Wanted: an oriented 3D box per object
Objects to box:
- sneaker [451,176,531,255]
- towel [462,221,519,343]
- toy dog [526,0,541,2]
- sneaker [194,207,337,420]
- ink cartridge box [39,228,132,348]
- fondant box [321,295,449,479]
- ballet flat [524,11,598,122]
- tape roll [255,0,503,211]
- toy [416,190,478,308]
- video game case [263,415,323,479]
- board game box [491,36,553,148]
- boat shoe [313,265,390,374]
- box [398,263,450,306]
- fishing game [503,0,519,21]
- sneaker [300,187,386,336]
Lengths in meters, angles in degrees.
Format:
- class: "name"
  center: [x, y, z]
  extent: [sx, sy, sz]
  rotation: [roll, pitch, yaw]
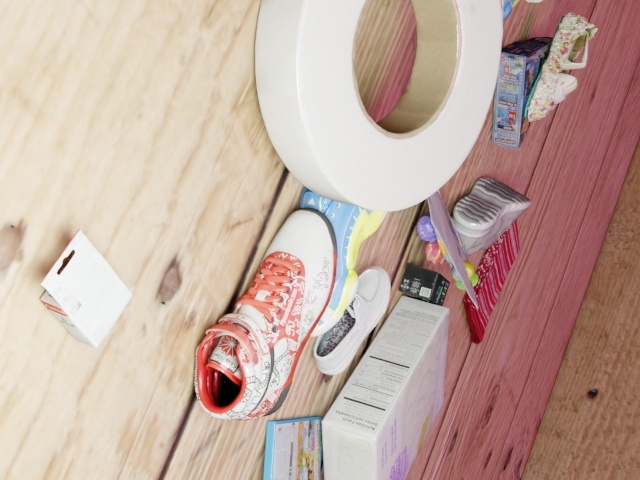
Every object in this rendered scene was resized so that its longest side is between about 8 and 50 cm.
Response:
- class: "sneaker"
  center: [0.312, -0.042, 1.827]
  extent: [0.281, 0.105, 0.115]
  rotation: [-24, 143, -51]
- class: "towel"
  center: [0.388, 0.079, 2.105]
  extent: [0.275, 0.031, 0.199]
  rotation: [-61, 153, -24]
- class: "toy dog"
  center: [0.321, -0.538, 1.363]
  extent: [0.408, 0.284, 0.395]
  rotation: [-22, 91, -58]
- class: "sneaker"
  center: [-0.064, 0.087, 1.118]
  extent: [0.145, 0.090, 0.270]
  rotation: [13, 96, -67]
- class: "ink cartridge box"
  center: [-0.217, 0.042, 0.850]
  extent: [0.063, 0.029, 0.115]
  rotation: [-60, 151, -25]
- class: "fondant box"
  center: [0.114, 0.287, 1.575]
  extent: [0.330, 0.096, 0.238]
  rotation: [-50, 147, -46]
- class: "ballet flat"
  center: [0.464, -0.331, 1.805]
  extent: [0.241, 0.077, 0.091]
  rotation: [-67, 155, -12]
- class: "tape roll"
  center: [0.084, -0.229, 1.131]
  extent: [0.392, 0.072, 0.392]
  rotation: [-18, 115, -44]
- class: "toy"
  center: [0.204, 0.004, 1.605]
  extent: [0.237, 0.056, 0.137]
  rotation: [53, 24, -40]
- class: "video game case"
  center: [-0.038, 0.319, 1.372]
  extent: [0.166, 0.015, 0.119]
  rotation: [17, 75, -65]
- class: "board game box"
  center: [0.391, -0.288, 1.845]
  extent: [0.194, 0.060, 0.194]
  rotation: [-34, 136, -53]
- class: "boat shoe"
  center: [0.043, 0.109, 1.393]
  extent: [0.184, 0.066, 0.063]
  rotation: [-53, 151, -17]
- class: "box"
  center: [0.182, 0.080, 1.647]
  extent: [0.083, 0.062, 0.052]
  rotation: [33, 74, -64]
- class: "fishing game"
  center: [0.225, -0.307, 1.456]
  extent: [0.264, 0.041, 0.189]
  rotation: [-44, 176, -46]
- class: "sneaker"
  center: [0.000, 0.000, 1.228]
  extent: [0.126, 0.091, 0.240]
  rotation: [33, 75, -45]
